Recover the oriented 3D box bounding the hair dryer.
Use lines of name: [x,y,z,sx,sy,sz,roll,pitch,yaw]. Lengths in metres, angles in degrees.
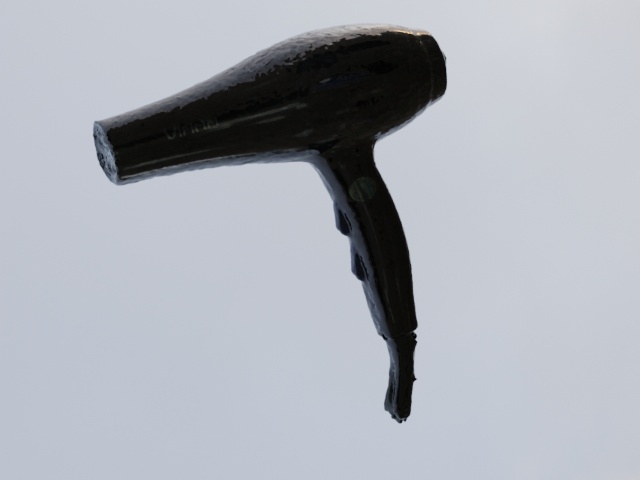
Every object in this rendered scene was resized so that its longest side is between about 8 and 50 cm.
hair dryer: [0.000,0.000,0.727,0.196,0.075,0.219,-19,-88,-20]
